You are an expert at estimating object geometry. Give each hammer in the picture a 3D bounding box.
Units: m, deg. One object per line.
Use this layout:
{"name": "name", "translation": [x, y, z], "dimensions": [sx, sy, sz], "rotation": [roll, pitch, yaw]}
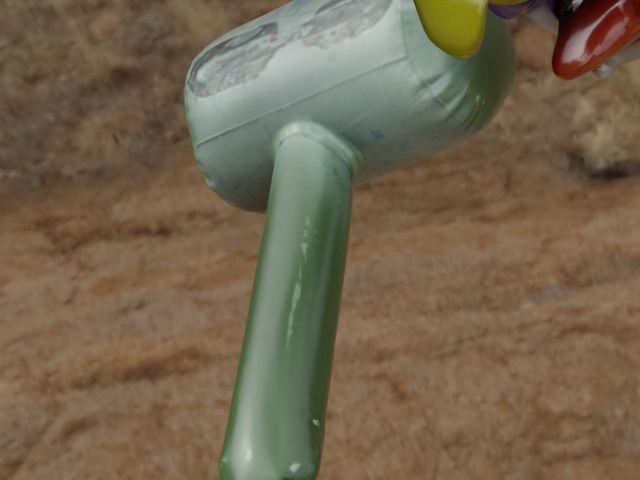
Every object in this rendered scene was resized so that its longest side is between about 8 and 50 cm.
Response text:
{"name": "hammer", "translation": [0.000, 0.000, 0.823], "dimensions": [0.206, 0.119, 0.335], "rotation": [-20, 49, 39]}

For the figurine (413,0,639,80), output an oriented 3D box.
{"name": "figurine", "translation": [0.125, -0.186, 0.733], "dimensions": [0.421, 0.154, 0.193], "rotation": [-29, 84, -36]}
